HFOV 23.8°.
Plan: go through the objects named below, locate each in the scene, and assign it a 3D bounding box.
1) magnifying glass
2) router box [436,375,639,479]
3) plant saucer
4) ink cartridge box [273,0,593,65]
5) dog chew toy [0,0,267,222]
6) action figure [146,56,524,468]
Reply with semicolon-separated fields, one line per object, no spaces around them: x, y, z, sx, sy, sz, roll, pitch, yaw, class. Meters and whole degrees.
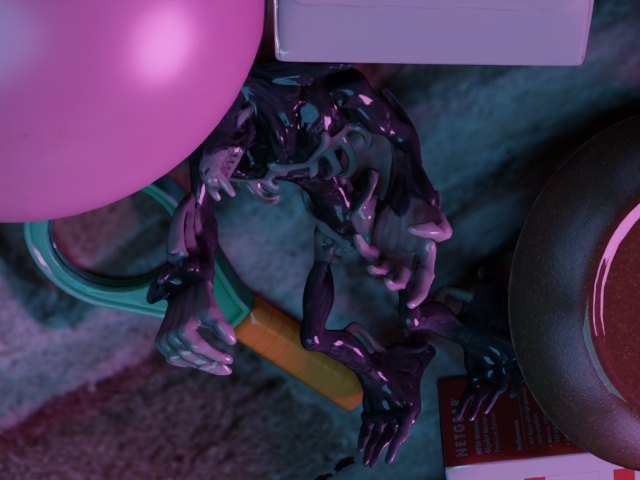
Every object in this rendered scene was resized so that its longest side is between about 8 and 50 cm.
-0.065;0.031;0.867;0.231;0.026;0.092;34;118;-22;magnifying glass
0.239;0.222;0.964;0.301;0.082;0.335;-6;125;5;router box
0.198;0.029;0.798;0.198;0.036;0.199;-1;95;-15;plant saucer
0.045;-0.167;0.636;0.128;0.176;0.127;0;125;-1;ink cartridge box
-0.110;-0.168;0.543;0.206;0.207;0.332;7;131;-5;dog chew toy
0.000;0.000;0.778;0.164;0.141;0.276;-22;124;28;action figure
